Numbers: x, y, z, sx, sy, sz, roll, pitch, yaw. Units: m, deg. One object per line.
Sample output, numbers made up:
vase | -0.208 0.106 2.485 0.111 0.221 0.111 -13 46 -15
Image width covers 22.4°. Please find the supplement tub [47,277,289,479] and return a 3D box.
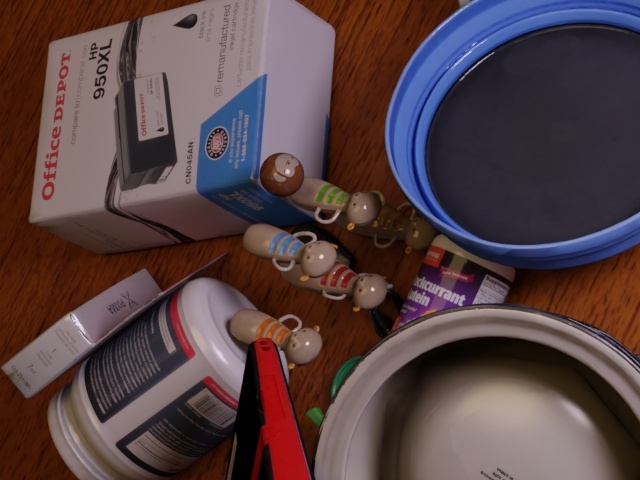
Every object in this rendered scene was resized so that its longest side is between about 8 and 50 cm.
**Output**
supplement tub | -0.194 0.191 2.066 0.272 0.191 0.191 -36 56 19

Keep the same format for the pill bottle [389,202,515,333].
pill bottle | 0.165 0.057 1.915 0.108 0.108 0.193 23 87 39

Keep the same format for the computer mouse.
computer mouse | 0.031 0.054 2.055 0.242 0.041 0.071 40 97 37

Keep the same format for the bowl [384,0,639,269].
bowl | 0.271 -0.138 1.867 0.391 0.077 0.391 -11 55 16

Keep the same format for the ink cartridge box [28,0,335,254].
ink cartridge box | -0.192 -0.156 2.211 0.395 0.166 0.285 -9 68 33

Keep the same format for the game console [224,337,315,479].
game console | -0.062 0.356 1.817 0.342 0.060 0.386 -102 19 -51

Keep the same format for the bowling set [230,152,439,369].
bowling set | 0.000 0.000 1.942 0.154 0.200 0.287 19 58 35

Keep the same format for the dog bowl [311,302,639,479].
dog bowl | 0.204 0.254 1.701 0.408 0.150 0.407 3 99 19

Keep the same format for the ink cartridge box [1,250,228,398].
ink cartridge box | -0.264 0.087 2.116 0.239 0.275 0.060 -38 90 18

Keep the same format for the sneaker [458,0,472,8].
sneaker | 0.236 -0.380 2.061 0.118 0.083 0.222 -5 62 14

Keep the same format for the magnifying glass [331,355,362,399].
magnifying glass | 0.099 0.219 1.958 0.231 0.026 0.092 36 96 40

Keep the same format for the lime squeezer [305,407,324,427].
lime squeezer | 0.061 0.321 1.918 0.110 0.059 0.310 -27 64 18

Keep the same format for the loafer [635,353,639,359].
loafer | 0.245 0.209 1.816 0.303 0.109 0.095 -21 82 24
